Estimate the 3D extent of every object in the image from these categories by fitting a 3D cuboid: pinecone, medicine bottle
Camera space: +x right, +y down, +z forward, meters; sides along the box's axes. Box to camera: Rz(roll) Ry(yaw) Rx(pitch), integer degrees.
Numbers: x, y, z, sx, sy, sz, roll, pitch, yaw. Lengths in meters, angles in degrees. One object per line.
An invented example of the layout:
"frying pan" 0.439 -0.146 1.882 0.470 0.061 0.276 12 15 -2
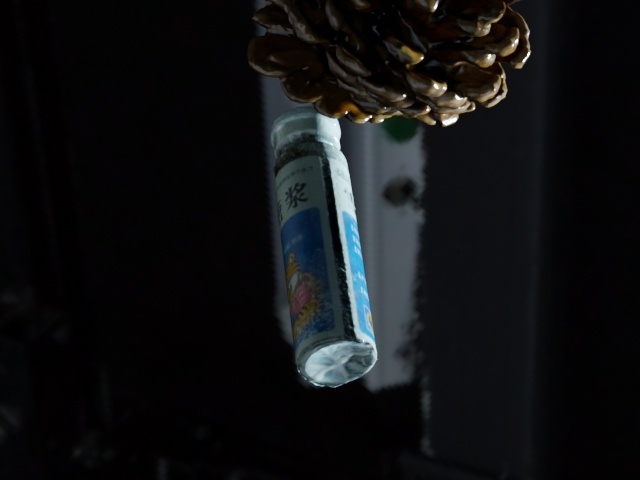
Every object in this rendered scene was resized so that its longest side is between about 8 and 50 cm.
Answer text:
"pinecone" 0.049 -0.149 1.150 0.195 0.179 0.150 -2 -97 63
"medicine bottle" 0.000 0.000 1.119 0.051 0.191 0.051 -4 -39 -3
